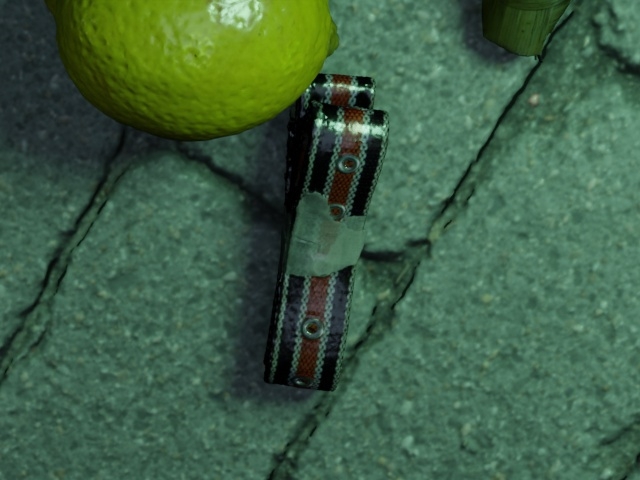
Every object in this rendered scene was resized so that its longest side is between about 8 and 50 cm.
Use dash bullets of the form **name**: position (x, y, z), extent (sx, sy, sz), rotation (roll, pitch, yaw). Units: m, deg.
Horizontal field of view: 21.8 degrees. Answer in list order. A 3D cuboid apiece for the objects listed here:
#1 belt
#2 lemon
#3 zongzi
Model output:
- **belt**: position (0.000, 0.000, 1.758), extent (0.094, 0.126, 0.359), rotation (3, 115, -10)
- **lemon**: position (-0.126, -0.220, 1.629), extent (0.267, 0.267, 0.267), rotation (1, 109, 3)
- **zongzi**: position (0.235, -0.304, 1.679), extent (0.094, 0.204, 0.205), rotation (24, 148, 13)
